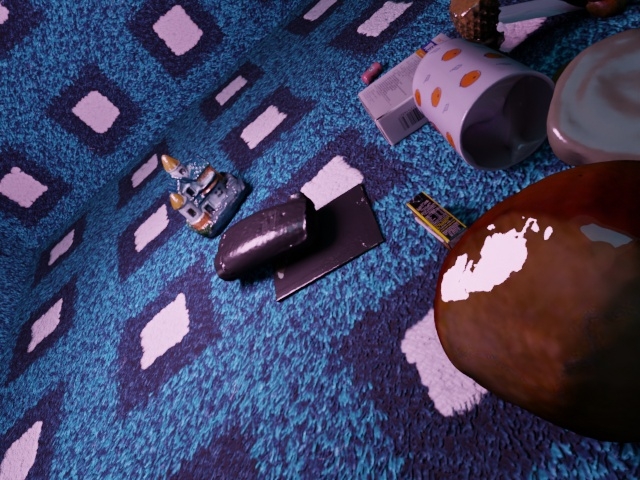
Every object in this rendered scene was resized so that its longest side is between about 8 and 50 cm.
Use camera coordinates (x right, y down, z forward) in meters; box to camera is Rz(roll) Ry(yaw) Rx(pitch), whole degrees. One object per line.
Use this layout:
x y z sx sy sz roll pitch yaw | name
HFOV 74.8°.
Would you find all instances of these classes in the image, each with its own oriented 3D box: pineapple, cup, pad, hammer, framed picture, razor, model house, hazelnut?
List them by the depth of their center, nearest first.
0.330 0.065 0.539 0.366 0.366 0.365 -24 43 24 | hazelnut
0.349 -0.329 0.957 0.212 0.212 0.317 -33 39 14 | cup
0.412 -0.526 1.049 0.125 0.251 0.125 -19 58 34 | pineapple
0.552 -0.611 1.110 0.232 0.004 0.156 -14 41 -6 | pad
0.000 0.000 1.126 0.324 0.013 0.244 -32 40 16 | framed picture
-0.156 -0.008 1.176 0.327 0.107 0.189 -23 44 24 | razor
-0.437 -0.188 1.466 0.184 0.291 0.253 17 68 53 | model house
0.182 -0.591 1.472 0.083 0.043 0.043 -43 38 3 | hammer

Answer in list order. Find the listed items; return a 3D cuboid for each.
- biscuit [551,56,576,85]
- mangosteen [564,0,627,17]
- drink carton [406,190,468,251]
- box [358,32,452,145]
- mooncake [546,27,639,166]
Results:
0.623 -0.343 0.828 0.277 0.052 0.262 -31 41 27 | biscuit
0.659 -0.649 0.982 0.210 0.210 0.209 -24 43 24 | mangosteen
0.252 -0.033 0.887 0.056 0.071 0.165 -38 38 4 | drink carton
0.277 -0.433 1.198 0.300 0.106 0.200 -32 40 13 | box
0.535 -0.225 0.711 0.275 0.135 0.274 -11 72 34 | mooncake
